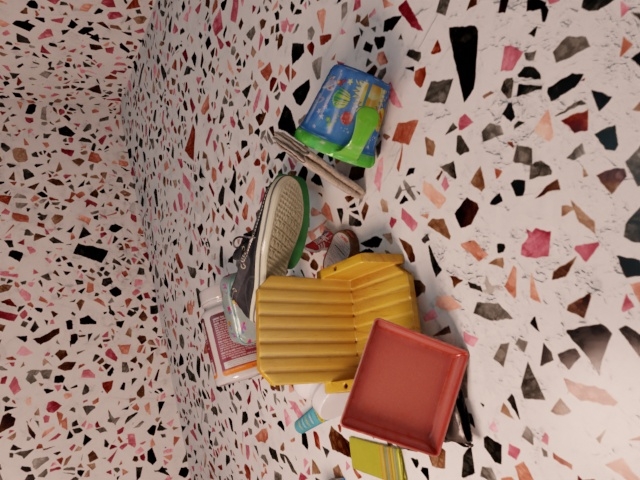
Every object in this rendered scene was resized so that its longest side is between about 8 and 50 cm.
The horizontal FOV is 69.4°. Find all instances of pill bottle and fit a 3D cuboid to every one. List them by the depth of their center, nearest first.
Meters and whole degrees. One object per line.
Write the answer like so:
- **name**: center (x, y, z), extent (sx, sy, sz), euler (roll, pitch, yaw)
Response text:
- **pill bottle**: center (-0.029, 0.371, 1.478), extent (0.363, 0.210, 0.210), euler (45, 129, 41)
- **pill bottle**: center (-0.371, 0.386, 1.931), extent (0.224, 0.224, 0.392), euler (-37, 65, 49)

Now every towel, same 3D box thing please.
- **towel**: center (-0.004, -0.210, 1.323), extent (0.049, 0.282, 0.187), euler (-55, 47, 8)
- **towel**: center (0.170, 0.668, 1.413), extent (0.237, 0.021, 0.102), euler (-18, 75, 54)

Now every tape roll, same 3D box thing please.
- **tape roll**: center (-0.124, -0.063, 1.576), extent (0.321, 0.077, 0.321), euler (-173, 90, -70)

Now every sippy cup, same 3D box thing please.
- **sippy cup**: center (0.073, -0.342, 1.249), extent (0.305, 0.240, 0.224), euler (34, 111, 33)

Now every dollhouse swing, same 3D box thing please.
- **dollhouse swing**: center (0.039, 0.212, 1.210), extent (0.315, 0.305, 0.347), euler (-26, 59, 45)

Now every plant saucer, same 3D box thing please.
- **plant saucer**: center (0.197, 0.344, 1.096), extent (0.048, 0.258, 0.259), euler (161, 130, -77)

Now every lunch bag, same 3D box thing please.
- **lunch bag**: center (-0.252, 0.240, 1.758), extent (0.108, 0.224, 0.279), euler (-3, 98, 58)

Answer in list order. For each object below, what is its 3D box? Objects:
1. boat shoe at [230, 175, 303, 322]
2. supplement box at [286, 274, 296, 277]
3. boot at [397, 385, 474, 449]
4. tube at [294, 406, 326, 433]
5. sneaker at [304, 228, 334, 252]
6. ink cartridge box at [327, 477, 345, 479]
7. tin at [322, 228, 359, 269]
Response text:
- **boat shoe**: center (-0.174, 0.029, 1.365), extent (0.156, 0.187, 0.500), euler (29, 126, 20)
- **supplement box**: center (-0.094, 0.179, 1.684), extent (0.098, 0.036, 0.062), euler (42, 128, 42)
- **boot**: center (0.271, 0.410, 1.199), extent (0.229, 0.091, 0.263), euler (-35, 62, 40)
- **tube**: center (-0.021, 0.628, 1.646), extent (0.080, 0.052, 0.207), euler (55, 130, 18)
- **sneaker**: center (0.000, 0.000, 1.467), extent (0.042, 0.118, 0.067), euler (39, 119, 31)
- **ink cartridge box**: center (0.045, 0.924, 1.518), extent (0.078, 0.134, 0.231), euler (-37, 66, 49)
- **tin**: center (0.063, 0.052, 1.459), extent (0.106, 0.040, 0.190), euler (46, 129, 35)
